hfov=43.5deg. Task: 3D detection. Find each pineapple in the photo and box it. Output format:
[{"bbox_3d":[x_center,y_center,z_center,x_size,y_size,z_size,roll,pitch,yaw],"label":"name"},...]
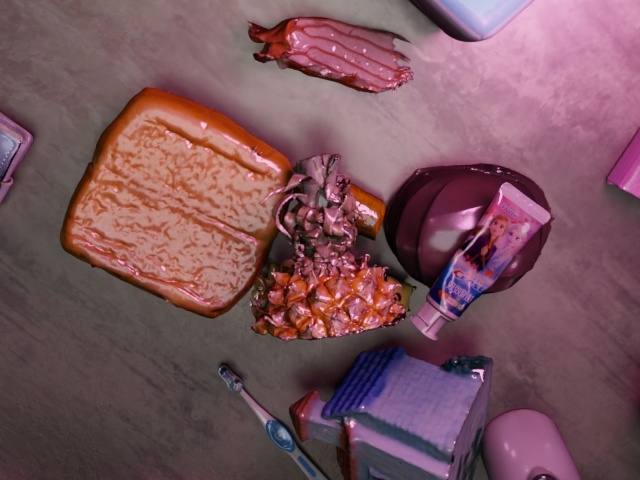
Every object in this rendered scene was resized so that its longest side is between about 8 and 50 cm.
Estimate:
[{"bbox_3d":[0.000,0.000,1.265,0.263,0.262,0.271,-5,95,1],"label":"pineapple"}]

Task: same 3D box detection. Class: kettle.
[{"bbox_3d":[0.399,0.463,1.476,0.161,0.236,0.221,-12,108,3],"label":"kettle"}]

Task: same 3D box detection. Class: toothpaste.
[{"bbox_3d":[0.242,0.039,1.258,0.096,0.061,0.266,34,102,-15],"label":"toothpaste"}]

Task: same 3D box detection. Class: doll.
[{"bbox_3d":[0.023,0.095,1.436,0.291,0.086,0.117,5,118,-4],"label":"doll"}]

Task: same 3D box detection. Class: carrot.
[{"bbox_3d":[0.036,-0.067,1.386,0.173,0.082,0.082,24,106,-7],"label":"carrot"}]

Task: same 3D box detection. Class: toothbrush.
[{"bbox_3d":[-0.075,0.384,1.561,0.040,0.040,0.386,-34,108,10],"label":"toothbrush"}]

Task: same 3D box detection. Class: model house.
[{"bbox_3d":[0.119,0.346,1.471,0.330,0.251,0.294,12,133,19],"label":"model house"}]

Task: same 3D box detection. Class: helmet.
[{"bbox_3d":[0.263,-0.009,1.357,0.306,0.177,0.224,0,106,1],"label":"helmet"}]

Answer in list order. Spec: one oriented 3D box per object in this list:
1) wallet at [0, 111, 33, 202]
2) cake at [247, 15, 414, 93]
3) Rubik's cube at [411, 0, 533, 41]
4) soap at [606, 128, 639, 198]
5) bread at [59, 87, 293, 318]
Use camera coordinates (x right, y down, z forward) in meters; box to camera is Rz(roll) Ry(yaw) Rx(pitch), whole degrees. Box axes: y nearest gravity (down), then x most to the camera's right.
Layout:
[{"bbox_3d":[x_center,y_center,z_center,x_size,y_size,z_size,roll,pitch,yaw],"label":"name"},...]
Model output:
[{"bbox_3d":[-0.621,-0.121,1.371,0.176,0.075,0.250,35,106,-7],"label":"wallet"},{"bbox_3d":[0.023,-0.302,1.299,0.288,0.135,0.098,7,94,-12],"label":"cake"},{"bbox_3d":[0.200,-0.507,1.101,0.351,0.347,0.352,-43,103,13],"label":"Rubik's cube"},{"bbox_3d":[0.634,-0.162,1.354,0.181,0.081,0.259,28,106,-9],"label":"soap"},{"bbox_3d":[-0.230,-0.067,1.354,0.337,0.148,0.327,24,101,-12],"label":"bread"}]
